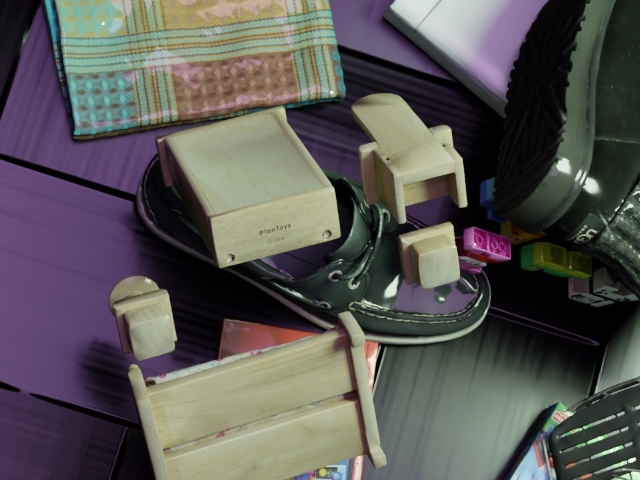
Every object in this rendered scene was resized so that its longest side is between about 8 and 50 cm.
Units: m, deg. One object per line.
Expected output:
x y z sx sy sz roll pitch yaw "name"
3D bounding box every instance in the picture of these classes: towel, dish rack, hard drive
-0.138 -0.290 1.826 0.271 0.040 0.370 -10 79 -10 "towel"
0.276 0.247 1.640 0.074 0.208 0.271 16 57 -48 "dish rack"
0.269 -0.187 1.862 0.353 0.047 0.233 40 75 1 "hard drive"

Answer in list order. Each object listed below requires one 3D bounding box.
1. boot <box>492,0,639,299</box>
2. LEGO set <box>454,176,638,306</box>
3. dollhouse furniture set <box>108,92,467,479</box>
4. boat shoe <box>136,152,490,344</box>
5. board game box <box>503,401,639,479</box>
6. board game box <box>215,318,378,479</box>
0.298 -0.084 1.747 0.260 0.131 0.348 29 54 -17 "boot"
0.185 0.001 1.770 0.227 0.093 0.087 17 67 -38 "LEGO set"
-0.023 0.081 1.674 0.303 0.174 0.355 -15 121 -11 "dollhouse furniture set"
0.001 -0.004 1.744 0.340 0.113 0.127 26 75 -2 "boat shoe"
0.221 0.278 1.755 0.160 0.039 0.211 34 76 -1 "board game box"
-0.037 0.218 1.735 0.145 0.027 0.281 9 77 -5 "board game box"
